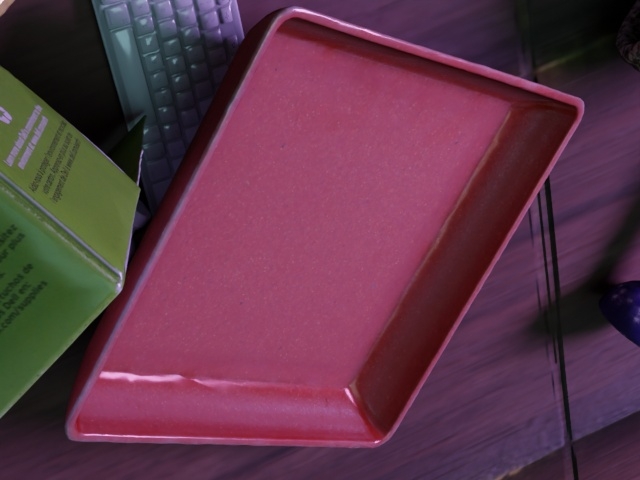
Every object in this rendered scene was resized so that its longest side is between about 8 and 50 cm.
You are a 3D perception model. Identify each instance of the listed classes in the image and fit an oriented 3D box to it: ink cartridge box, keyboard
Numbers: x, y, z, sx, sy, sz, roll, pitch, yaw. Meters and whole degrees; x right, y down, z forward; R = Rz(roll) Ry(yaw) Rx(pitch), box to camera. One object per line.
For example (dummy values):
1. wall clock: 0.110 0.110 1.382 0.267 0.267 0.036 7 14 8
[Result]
1. ink cartridge box: -0.175 0.012 0.656 0.097 0.255 0.189 41 101 -16
2. keyboard: -0.067 -0.059 0.797 0.072 0.014 0.256 -22 129 -14

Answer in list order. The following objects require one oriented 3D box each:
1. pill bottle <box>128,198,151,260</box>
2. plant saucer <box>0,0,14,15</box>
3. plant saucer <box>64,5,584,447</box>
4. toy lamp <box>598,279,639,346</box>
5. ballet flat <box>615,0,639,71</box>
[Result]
1. pill bottle: -0.129 0.008 0.789 0.083 0.043 0.043 -48 131 8
2. plant saucer: -0.256 -0.148 0.503 0.333 0.081 0.333 -56 145 -25
3. plant saucer: 0.000 0.000 0.828 0.258 0.048 0.259 9 115 -46
4. toy lamp: 0.282 -0.051 0.954 0.080 0.080 0.275 15 116 -36
5. ballet flat: 0.257 -0.282 0.743 0.182 0.164 0.483 10 122 -3
